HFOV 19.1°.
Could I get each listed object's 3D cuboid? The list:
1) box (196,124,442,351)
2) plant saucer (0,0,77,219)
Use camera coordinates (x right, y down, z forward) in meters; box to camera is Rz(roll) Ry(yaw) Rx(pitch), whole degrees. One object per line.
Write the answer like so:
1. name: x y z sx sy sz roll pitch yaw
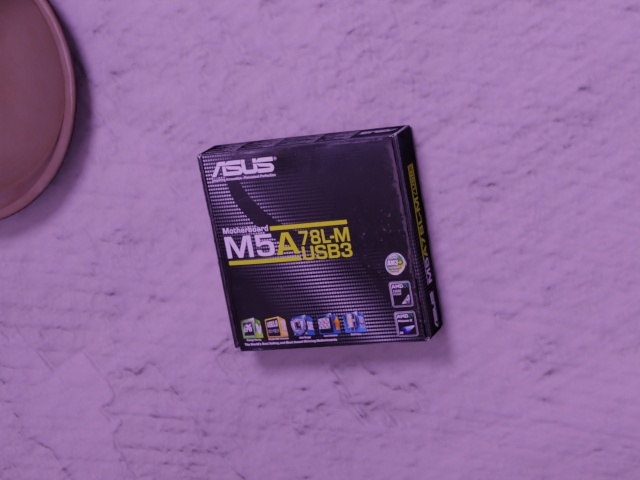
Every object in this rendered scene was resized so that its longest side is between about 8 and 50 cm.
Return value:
1. box: 0.000 0.000 1.648 0.190 0.045 0.184 -4 107 23
2. plant saucer: -0.340 -0.151 1.747 0.277 0.041 0.278 7 109 21
